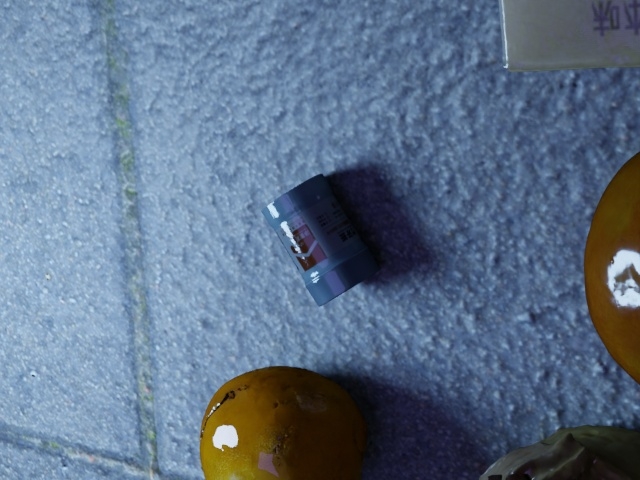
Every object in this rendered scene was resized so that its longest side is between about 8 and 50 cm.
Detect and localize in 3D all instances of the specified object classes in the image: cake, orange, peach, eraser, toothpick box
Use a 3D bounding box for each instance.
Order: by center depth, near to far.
[{"bbox_3d":[0.437,0.037,1.204,0.342,0.301,0.343,11,113,27],"label":"peach"},{"bbox_3d":[0.365,-0.264,1.280,0.343,0.078,0.144,2,109,31],"label":"eraser"},{"bbox_3d":[0.284,0.401,1.391,0.332,0.321,0.333,10,104,42],"label":"cake"},{"bbox_3d":[0.000,0.000,1.580,0.101,0.101,0.153,-33,88,35],"label":"toothpick box"},{"bbox_3d":[-0.052,0.293,1.647,0.240,0.240,0.240,11,112,28],"label":"orange"}]
